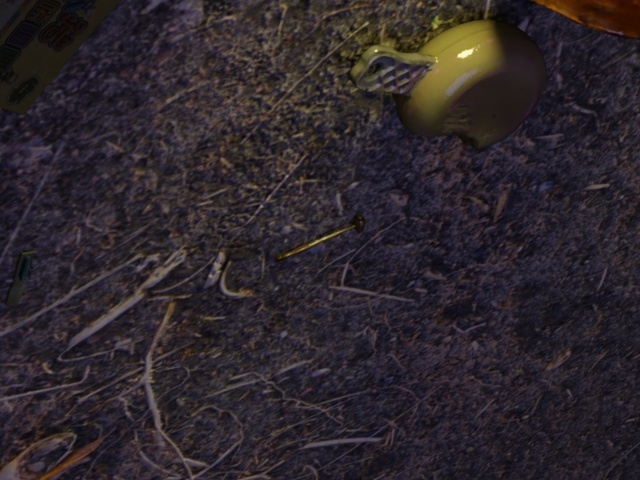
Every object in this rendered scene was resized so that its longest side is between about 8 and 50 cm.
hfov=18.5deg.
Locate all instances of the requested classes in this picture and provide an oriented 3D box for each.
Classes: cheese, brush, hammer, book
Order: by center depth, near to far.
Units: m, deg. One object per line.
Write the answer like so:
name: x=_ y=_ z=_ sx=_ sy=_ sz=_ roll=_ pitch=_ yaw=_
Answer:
book: x=-0.283 y=-0.197 z=1.770 sx=0.168 sy=0.013 sz=0.192 roll=-47 pitch=150 yaw=16
brush: x=-0.316 y=0.043 z=2.074 sx=0.016 sy=0.013 sz=0.083 roll=-16 pitch=146 yaw=-37
cheese: x=0.134 y=-0.178 z=2.186 sx=0.286 sy=0.082 sz=0.163 roll=2 pitch=132 yaw=-45
hammer: x=0.000 y=0.000 z=2.356 sx=0.123 sy=0.014 sz=0.029 roll=-23 pitch=139 yaw=-19

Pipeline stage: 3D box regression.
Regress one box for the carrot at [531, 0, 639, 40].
carrot: x=0.324 y=-0.342 z=2.030 sx=0.193 sy=0.214 sz=0.331 roll=15 pitch=126 yaw=-14
